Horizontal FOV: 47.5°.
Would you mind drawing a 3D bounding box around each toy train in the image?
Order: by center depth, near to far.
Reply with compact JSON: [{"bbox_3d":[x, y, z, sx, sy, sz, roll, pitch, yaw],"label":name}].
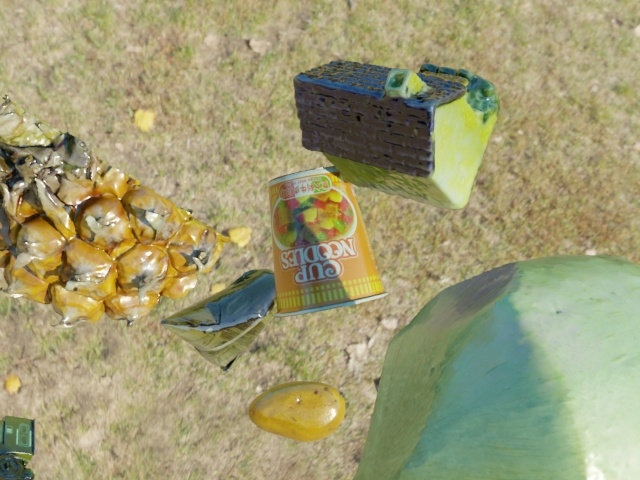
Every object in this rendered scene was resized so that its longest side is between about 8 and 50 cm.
[{"bbox_3d":[-0.587,0.351,1.204,0.226,0.090,0.137,22,29,-34],"label":"toy train"}]

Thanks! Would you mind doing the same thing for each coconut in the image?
[{"bbox_3d":[0.170,0.165,0.596,0.329,0.328,0.281,-13,49,-22],"label":"coconut"}]

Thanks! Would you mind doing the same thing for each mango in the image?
[{"bbox_3d":[-0.055,0.402,1.699,0.228,0.147,0.109,-3,20,-6],"label":"mango"}]

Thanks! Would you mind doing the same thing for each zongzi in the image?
[{"bbox_3d":[-0.150,0.099,1.202,0.205,0.204,0.094,-47,56,-7],"label":"zongzi"}]

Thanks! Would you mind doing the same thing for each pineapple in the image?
[{"bbox_3d":[-0.213,-0.018,0.559,0.250,0.164,0.139,29,80,5],"label":"pineapple"}]

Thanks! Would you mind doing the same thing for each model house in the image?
[{"bbox_3d":[0.081,-0.158,0.851,0.194,0.211,0.170,20,85,30],"label":"model house"}]

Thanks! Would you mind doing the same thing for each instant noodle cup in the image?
[{"bbox_3d":[0.000,0.000,0.999,0.169,0.168,0.184,-9,88,-21],"label":"instant noodle cup"}]

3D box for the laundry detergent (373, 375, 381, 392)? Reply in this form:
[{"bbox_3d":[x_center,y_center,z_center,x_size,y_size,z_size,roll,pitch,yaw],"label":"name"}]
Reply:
[{"bbox_3d":[0.194,0.174,0.940,0.237,0.076,0.171,-22,25,-2],"label":"laundry detergent"}]
